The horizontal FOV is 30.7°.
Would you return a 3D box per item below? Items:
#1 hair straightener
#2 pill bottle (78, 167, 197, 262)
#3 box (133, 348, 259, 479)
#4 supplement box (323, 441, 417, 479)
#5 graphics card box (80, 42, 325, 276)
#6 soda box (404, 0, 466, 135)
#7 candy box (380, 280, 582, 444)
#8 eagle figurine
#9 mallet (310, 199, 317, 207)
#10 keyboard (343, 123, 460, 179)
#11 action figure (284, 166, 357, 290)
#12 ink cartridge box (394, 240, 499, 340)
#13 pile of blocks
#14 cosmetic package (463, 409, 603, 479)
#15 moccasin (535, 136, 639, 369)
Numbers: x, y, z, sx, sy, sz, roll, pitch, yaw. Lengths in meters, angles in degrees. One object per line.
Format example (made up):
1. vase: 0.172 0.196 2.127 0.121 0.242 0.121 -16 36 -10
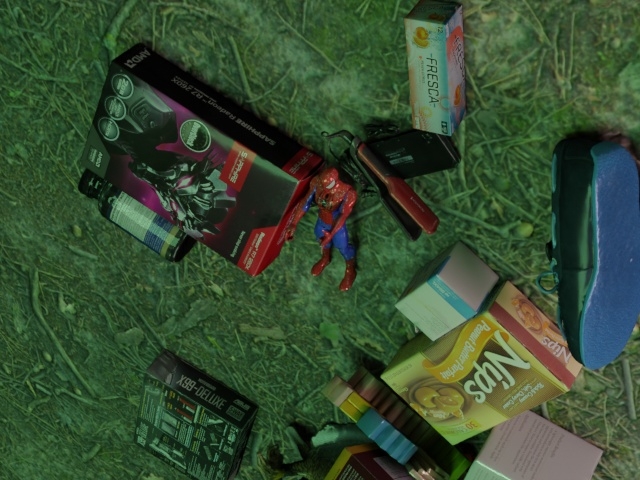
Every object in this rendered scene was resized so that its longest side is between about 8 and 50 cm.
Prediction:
1. hair straightener: 0.077 -0.083 1.787 0.230 0.047 0.089 43 142 -15
2. pill bottle: -0.314 -0.067 2.068 0.219 0.123 0.122 34 141 6
3. box: -0.277 0.401 2.530 0.243 0.076 0.307 29 140 11
4. supplement box: 0.097 0.502 2.107 0.194 0.129 0.191 41 110 30
5. graphics card box: -0.201 -0.131 1.918 0.371 0.094 0.232 34 130 7
6. soda box: 0.159 -0.236 1.597 0.063 0.058 0.183 15 136 25
7. candy box: 0.262 0.209 1.927 0.183 0.087 0.316 43 140 -6
8. eagle figurine: 0.041 0.475 2.312 0.299 0.225 0.226 -6 174 6
9. mallet: -0.081 -0.049 1.983 0.190 0.039 0.062 -29 106 43
10. keyboard: 0.116 -0.139 1.754 0.180 0.023 0.108 -12 126 43
11. action figure: 0.000 0.000 1.854 0.092 0.139 0.280 26 146 20
12. ink cartridge box: 0.194 0.085 1.854 0.090 0.092 0.143 43 140 -5
13. pile of blocks: 0.173 0.348 2.097 0.362 0.112 0.149 41 180 -11
14. cosmetic package: 0.354 0.403 1.995 0.184 0.151 0.151 29 140 12
15. moccasin: 0.380 0.012 1.633 0.117 0.138 0.341 31 129 50
